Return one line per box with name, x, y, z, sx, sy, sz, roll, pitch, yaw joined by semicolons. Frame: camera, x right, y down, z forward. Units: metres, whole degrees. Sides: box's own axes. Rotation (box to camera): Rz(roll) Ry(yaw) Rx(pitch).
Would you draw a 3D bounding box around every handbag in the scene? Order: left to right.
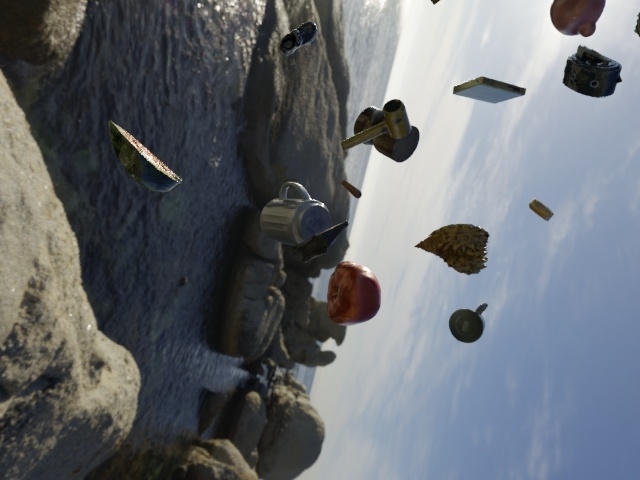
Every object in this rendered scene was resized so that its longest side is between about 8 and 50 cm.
handbag;0.000;0.000;1.852;0.175;0.088;0.270;-39;-173;-38

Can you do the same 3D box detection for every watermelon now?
watermelon;-0.444;-0.199;1.099;0.245;0.063;0.119;43;19;-49

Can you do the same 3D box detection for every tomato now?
tomato;0.124;0.196;1.584;0.260;0.180;0.259;-171;-90;-73

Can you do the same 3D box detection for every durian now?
durian;0.544;0.009;1.656;0.185;0.305;0.195;-87;-163;-46

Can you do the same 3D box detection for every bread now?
bread;0.942;-0.133;1.833;0.053;0.106;0.072;-44;153;8

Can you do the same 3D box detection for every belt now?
belt;0.922;-0.582;1.463;0.218;0.122;0.128;-100;180;-50

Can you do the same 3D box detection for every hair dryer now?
hair dryer;0.206;-0.430;1.661;0.135;0.279;0.090;54;16;-53

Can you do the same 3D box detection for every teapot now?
teapot;0.727;0.394;2.066;0.149;0.162;0.239;3;120;-54

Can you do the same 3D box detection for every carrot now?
carrot;0.113;-0.185;1.542;0.032;0.093;0.032;-33;151;-21

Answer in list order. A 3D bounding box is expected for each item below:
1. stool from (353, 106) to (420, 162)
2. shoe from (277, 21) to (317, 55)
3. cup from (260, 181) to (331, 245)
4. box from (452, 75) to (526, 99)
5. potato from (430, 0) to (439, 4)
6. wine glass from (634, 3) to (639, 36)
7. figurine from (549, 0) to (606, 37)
stool;0.306;-0.495;1.999;0.179;0.264;0.179;-27;137;-28
shoe;-0.087;-0.746;1.582;0.071;0.169;0.099;57;10;-16
cup;-0.118;-0.131;2.148;0.327;0.237;0.322;9;-81;51
box;0.774;-0.692;1.981;0.211;0.270;0.045;-168;-98;-67
potato;0.242;-0.803;1.134;0.112;0.255;0.269;-37;-138;44
wine glass;1.075;-0.653;1.195;0.238;0.323;0.238;50;-28;38
figurine;0.858;-0.774;1.436;0.173;0.173;0.173;14;90;-86
